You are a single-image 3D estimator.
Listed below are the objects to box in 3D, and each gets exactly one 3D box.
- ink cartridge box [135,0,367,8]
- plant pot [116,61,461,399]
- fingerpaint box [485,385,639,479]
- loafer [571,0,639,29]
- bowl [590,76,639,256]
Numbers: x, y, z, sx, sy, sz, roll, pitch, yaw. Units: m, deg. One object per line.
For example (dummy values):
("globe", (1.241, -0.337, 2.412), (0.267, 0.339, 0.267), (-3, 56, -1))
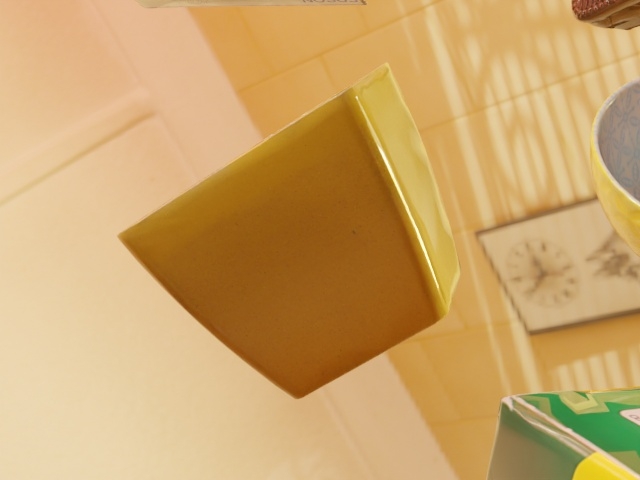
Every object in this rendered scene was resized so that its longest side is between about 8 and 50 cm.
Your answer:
("ink cartridge box", (-0.087, -0.227, 0.929), (0.208, 0.206, 0.045), (29, -115, -70))
("plant pot", (0.000, 0.000, 0.996), (0.187, 0.212, 0.212), (58, -164, -6))
("fingerpaint box", (0.260, 0.240, 0.468), (0.445, 0.163, 0.371), (0, -73, -29))
("loafer", (0.248, -0.188, 0.879), (0.050, 0.148, 0.056), (14, -107, -38))
("bowl", (0.412, -0.035, 1.265), (0.289, 0.289, 0.156), (-48, -30, -39))
